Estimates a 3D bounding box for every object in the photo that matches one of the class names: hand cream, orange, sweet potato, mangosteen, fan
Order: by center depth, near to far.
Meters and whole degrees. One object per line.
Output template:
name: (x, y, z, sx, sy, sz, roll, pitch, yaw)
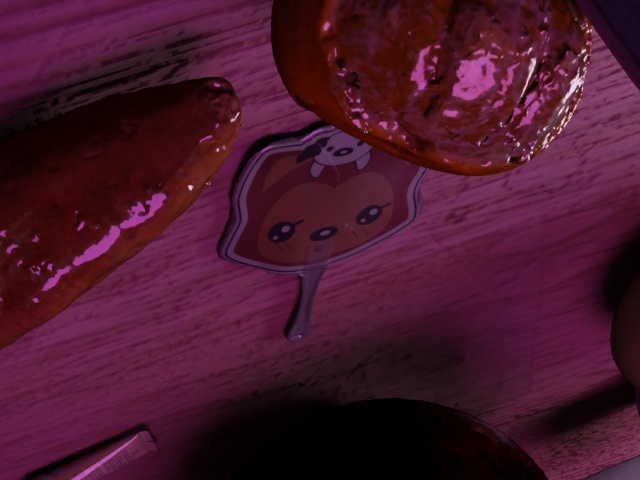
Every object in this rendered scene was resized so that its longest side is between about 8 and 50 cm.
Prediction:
orange: (0.053, -0.100, 0.703, 0.156, 0.134, 0.156, 10, 178, 0)
sweet potato: (-0.142, -0.003, 0.765, 0.251, 0.097, 0.097, -30, 146, 13)
fan: (0.000, 0.000, 0.931, 0.132, 0.009, 0.220, -10, 144, -19)
hand cream: (-0.162, 0.158, 1.050, 0.102, 0.022, 0.035, -26, 147, -5)
mangosteen: (0.072, 0.264, 1.089, 0.347, 0.307, 0.307, -2, 143, -50)

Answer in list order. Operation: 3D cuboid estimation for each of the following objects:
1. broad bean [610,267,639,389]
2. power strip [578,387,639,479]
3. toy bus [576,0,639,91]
broad bean: (0.347, 0.035, 1.092, 0.291, 0.119, 0.238, -14, 155, -8)
power strip: (0.329, 0.208, 1.221, 0.261, 0.229, 0.141, -26, 148, 6)
toy bus: (0.300, -0.222, 0.627, 0.427, 0.203, 0.233, -39, 148, 25)
